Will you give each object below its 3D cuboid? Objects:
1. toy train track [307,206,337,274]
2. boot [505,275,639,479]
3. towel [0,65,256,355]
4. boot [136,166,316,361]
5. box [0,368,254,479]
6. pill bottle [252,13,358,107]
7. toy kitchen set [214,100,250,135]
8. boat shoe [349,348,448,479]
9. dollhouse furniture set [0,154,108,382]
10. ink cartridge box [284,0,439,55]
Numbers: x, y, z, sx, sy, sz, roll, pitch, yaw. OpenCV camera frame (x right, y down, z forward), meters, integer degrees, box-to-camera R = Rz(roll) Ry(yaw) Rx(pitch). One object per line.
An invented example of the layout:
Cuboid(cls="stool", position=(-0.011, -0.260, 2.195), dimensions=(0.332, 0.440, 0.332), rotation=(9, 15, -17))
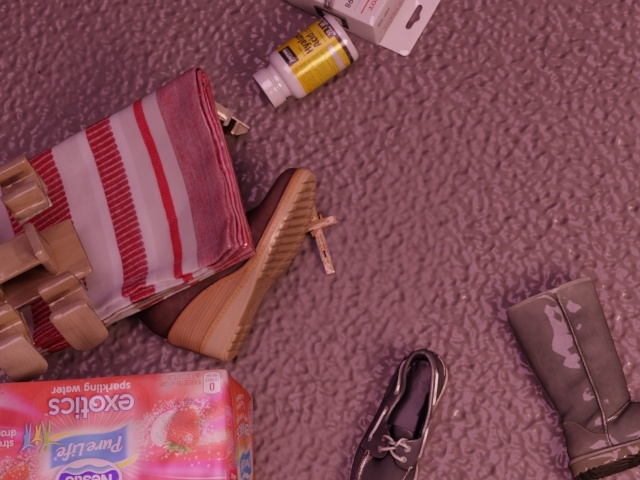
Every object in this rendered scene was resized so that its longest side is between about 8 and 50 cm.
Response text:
Cuboid(cls="toy train track", position=(0.000, 0.000, 2.065), dimensions=(0.048, 0.014, 0.083), rotation=(-16, 76, -3))
Cuboid(cls="boot", position=(0.316, 0.138, 1.942), dimensions=(0.189, 0.076, 0.208), rotation=(-16, 64, 3))
Cuboid(cls="towel", position=(-0.240, -0.027, 2.045), dimensions=(0.329, 0.037, 0.237), rotation=(-26, 65, 22))
Cuboid(cls="boot", position=(-0.138, -0.007, 2.035), dimensions=(0.207, 0.090, 0.248), rotation=(30, 94, 20))
Cuboid(cls="box", position=(-0.230, 0.235, 1.963), dimensions=(0.300, 0.142, 0.154), rotation=(-4, 73, 9))
Cuboid(cls="pill bottle", position=(-0.019, -0.206, 2.105), dimensions=(0.116, 0.065, 0.065), rotation=(-36, 70, -2))
Cuboid(cls="toy kitchen set", position=(-0.132, -0.116, 2.099), dimensions=(0.068, 0.083, 0.075), rotation=(31, 77, -25))
Cuboid(cls="boat shoe", position=(0.079, 0.211, 1.956), dimensions=(0.075, 0.065, 0.206), rotation=(20, 77, 15))
Cuboid(cls="dollhouse furniture set", position=(-0.367, 0.071, 2.023), dimensions=(0.242, 0.161, 0.212), rotation=(-27, 61, 0))
Cuboid(cls="ink cartridge box", position=(0.045, -0.303, 2.126), dimensions=(0.180, 0.060, 0.104), rotation=(27, 79, 17))
